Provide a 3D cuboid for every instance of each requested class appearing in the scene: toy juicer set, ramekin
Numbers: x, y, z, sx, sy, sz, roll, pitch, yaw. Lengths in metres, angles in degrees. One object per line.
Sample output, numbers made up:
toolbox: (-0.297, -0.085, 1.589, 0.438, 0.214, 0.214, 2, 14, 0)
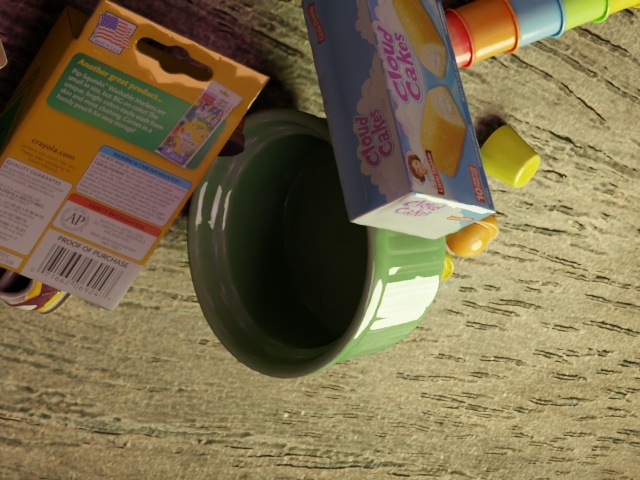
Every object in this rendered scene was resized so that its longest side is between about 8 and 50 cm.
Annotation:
toy juicer set: (0.133, -0.030, 2.256, 0.329, 0.089, 0.209, -19, 141, -52)
ramekin: (0.000, 0.000, 2.058, 0.148, 0.303, 0.303, -4, 128, -45)

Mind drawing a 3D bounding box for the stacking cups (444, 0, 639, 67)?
stacking cups: (0.244, -0.280, 2.158, 0.316, 0.096, 0.096, -20, 136, -19)

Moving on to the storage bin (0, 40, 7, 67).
storage bin: (-0.392, -0.242, 1.590, 0.260, 0.123, 0.262, -27, 153, -30)

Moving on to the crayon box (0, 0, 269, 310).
crayon box: (-0.225, -0.100, 1.868, 0.203, 0.083, 0.323, 24, 115, -28)

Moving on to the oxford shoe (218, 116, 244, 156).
oxford shoe: (-0.176, -0.155, 1.960, 0.212, 0.076, 0.076, 17, 157, -33)

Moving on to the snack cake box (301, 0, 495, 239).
snack cake box: (0.082, -0.144, 1.928, 0.089, 0.264, 0.152, -25, 158, 33)

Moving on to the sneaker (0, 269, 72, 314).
sneaker: (-0.289, 0.004, 2.002, 0.084, 0.069, 0.185, 18, 113, -51)
